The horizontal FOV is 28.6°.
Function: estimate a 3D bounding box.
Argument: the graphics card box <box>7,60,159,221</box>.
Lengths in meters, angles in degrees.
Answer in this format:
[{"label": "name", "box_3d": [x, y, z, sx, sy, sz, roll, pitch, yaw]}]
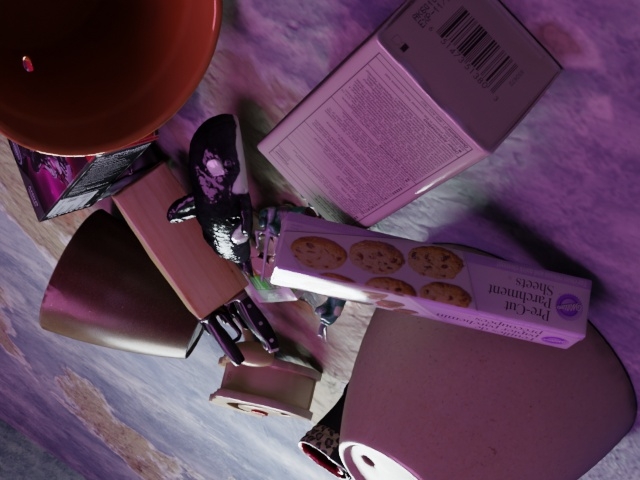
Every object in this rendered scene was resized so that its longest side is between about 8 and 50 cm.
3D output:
[{"label": "graphics card box", "box_3d": [-0.337, -0.179, 1.654, 0.371, 0.094, 0.232, -27, 84, 65]}]

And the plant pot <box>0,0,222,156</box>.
[{"label": "plant pot", "box_3d": [-0.280, -0.261, 1.343, 0.203, 0.291, 0.291, 41, 161, 45]}]

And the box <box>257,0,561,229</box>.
[{"label": "box", "box_3d": [0.071, -0.121, 1.198, 0.148, 0.121, 0.311, 46, 155, -7]}]

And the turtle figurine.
[{"label": "turtle figurine", "box_3d": [0.000, 0.000, 1.499, 0.175, 0.118, 0.234, 45, 151, 35]}]

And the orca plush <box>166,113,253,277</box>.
[{"label": "orca plush", "box_3d": [-0.146, -0.051, 1.584, 0.287, 0.102, 0.151, 98, 161, -69]}]

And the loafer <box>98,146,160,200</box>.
[{"label": "loafer", "box_3d": [-0.316, -0.107, 1.859, 0.267, 0.096, 0.084, -11, 103, 52]}]

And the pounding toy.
[{"label": "pounding toy", "box_3d": [-0.078, 0.198, 1.990, 0.154, 0.154, 0.269, 16, 166, -8]}]

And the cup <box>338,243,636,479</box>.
[{"label": "cup", "box_3d": [0.159, 0.204, 1.451, 0.331, 0.237, 0.331, 33, 154, 19]}]

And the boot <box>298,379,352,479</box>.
[{"label": "boot", "box_3d": [0.102, 0.260, 1.688, 0.236, 0.178, 0.085, 24, 149, 37]}]

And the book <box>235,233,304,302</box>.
[{"label": "book", "box_3d": [-0.090, 0.023, 1.779, 0.096, 0.035, 0.144, -4, 126, 56]}]

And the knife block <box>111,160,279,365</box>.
[{"label": "knife block", "box_3d": [-0.162, 0.049, 1.759, 0.242, 0.088, 0.275, 48, 169, 30]}]

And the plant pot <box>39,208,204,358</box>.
[{"label": "plant pot", "box_3d": [-0.296, 0.095, 2.021, 0.230, 0.215, 0.215, 26, 153, 5]}]

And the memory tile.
[{"label": "memory tile", "box_3d": [-0.058, 0.002, 1.683, 0.148, 0.012, 0.113, -7, 123, 46]}]

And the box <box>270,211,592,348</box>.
[{"label": "box", "box_3d": [0.112, 0.042, 1.287, 0.324, 0.067, 0.063, 14, 161, -3]}]
